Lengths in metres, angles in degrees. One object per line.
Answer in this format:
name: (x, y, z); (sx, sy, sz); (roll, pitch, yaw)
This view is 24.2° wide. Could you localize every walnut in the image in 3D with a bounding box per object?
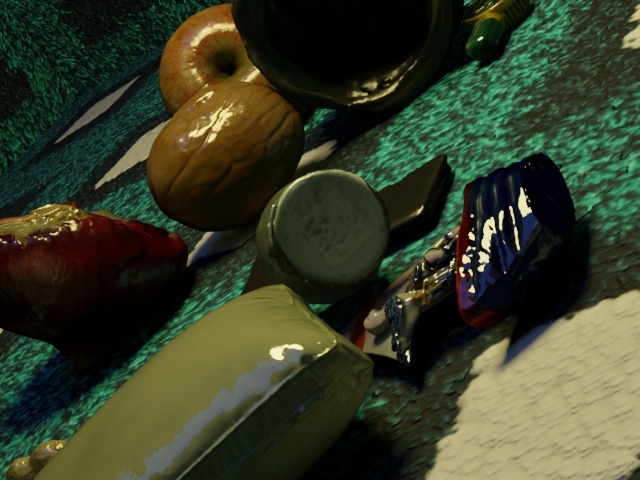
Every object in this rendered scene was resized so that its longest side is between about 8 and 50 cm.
walnut: (-0.112, -0.102, 1.791); (0.207, 0.167, 0.167); (-45, 17, -18)

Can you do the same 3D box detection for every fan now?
fan: (0.201, -0.252, 1.749); (0.082, 0.039, 0.155); (-27, 21, 33)

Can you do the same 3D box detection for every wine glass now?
wine glass: (0.000, 0.000, 1.279); (0.111, 0.111, 0.204); (-40, -2, -8)

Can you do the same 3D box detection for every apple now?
apple: (-0.121, -0.224, 2.082); (0.211, 0.211, 0.188); (-40, -11, -7)

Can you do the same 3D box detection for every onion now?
onion: (-0.288, 0.054, 1.738); (0.272, 0.195, 0.272); (1, 3, 0)

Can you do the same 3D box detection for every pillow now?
pillow: (-0.111, 0.168, 1.110); (0.322, 0.120, 0.255); (-44, 15, -5)

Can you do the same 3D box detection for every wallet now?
wallet: (0.020, 0.001, 1.461); (0.244, 0.025, 0.124); (-28, 19, 28)

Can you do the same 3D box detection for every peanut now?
peanut: (-0.276, 0.223, 1.477); (0.083, 0.037, 0.037); (-31, 17, 18)

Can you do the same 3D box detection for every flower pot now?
flower pot: (0.040, -0.315, 1.804); (0.301, 0.302, 0.213); (-34, 25, 16)

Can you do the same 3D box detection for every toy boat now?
toy boat: (0.087, 0.035, 1.190); (0.318, 0.072, 0.219); (-35, 15, 49)
